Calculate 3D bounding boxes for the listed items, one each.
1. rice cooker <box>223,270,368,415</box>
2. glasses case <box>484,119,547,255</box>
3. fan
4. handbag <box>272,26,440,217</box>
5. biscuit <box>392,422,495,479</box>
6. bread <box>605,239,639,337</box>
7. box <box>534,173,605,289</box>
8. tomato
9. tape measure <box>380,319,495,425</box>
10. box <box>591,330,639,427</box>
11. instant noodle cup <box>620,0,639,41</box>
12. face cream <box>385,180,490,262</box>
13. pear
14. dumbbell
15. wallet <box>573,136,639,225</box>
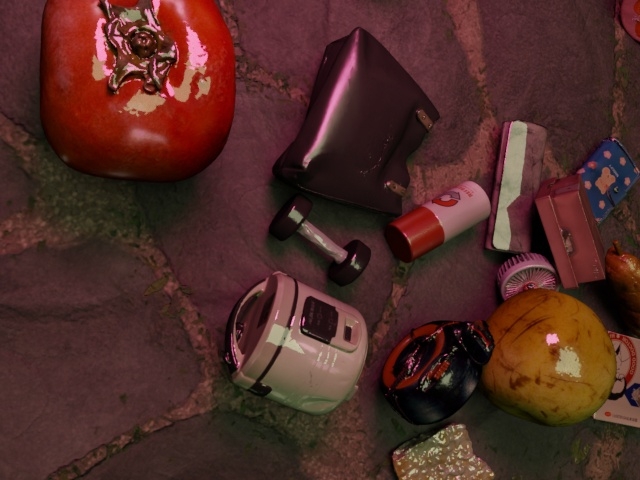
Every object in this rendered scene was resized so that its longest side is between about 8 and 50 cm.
[{"bbox_3d":[-0.049,0.179,0.889,0.244,0.226,0.226,26,80,-14],"label":"rice cooker"},{"bbox_3d":[0.451,-0.119,1.138,0.114,0.060,0.299,9,89,-15],"label":"glasses case"},{"bbox_3d":[0.506,0.124,1.136,0.130,0.074,0.244,-38,116,25],"label":"fan"},{"bbox_3d":[0.093,-0.214,0.993,0.288,0.152,0.342,27,83,-27],"label":"handbag"},{"bbox_3d":[0.272,0.487,1.078,0.265,0.040,0.188,22,82,-18],"label":"biscuit"},{"bbox_3d":[0.736,0.118,1.175,0.084,0.124,0.344,-39,120,3],"label":"bread"},{"bbox_3d":[0.564,-0.027,1.107,0.215,0.086,0.215,-32,103,-56],"label":"box"},{"bbox_3d":[-0.290,-0.249,0.783,0.293,0.290,0.325,-10,90,-21],"label":"tomato"},{"bbox_3d":[0.219,0.253,0.983,0.135,0.202,0.223,47,61,-10],"label":"tape measure"},{"bbox_3d":[0.819,0.363,1.255,0.353,0.069,0.214,15,84,-16],"label":"box"},{"bbox_3d":[0.918,-0.655,1.244,0.243,0.243,0.231,35,71,-14],"label":"instant noodle cup"},{"bbox_3d":[0.251,-0.041,1.059,0.214,0.096,0.096,-28,97,-17],"label":"face cream"},{"bbox_3d":[0.457,0.240,1.028,0.283,0.283,0.284,1,88,-19],"label":"pear"},{"bbox_3d":[0.000,0.000,0.971,0.191,0.100,0.100,38,77,-13],"label":"dumbbell"},{"bbox_3d":[0.701,-0.144,1.234,0.202,0.059,0.141,-45,104,-15],"label":"wallet"}]
